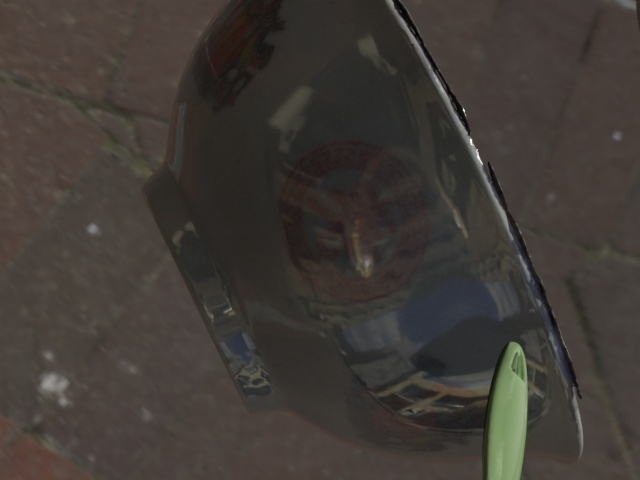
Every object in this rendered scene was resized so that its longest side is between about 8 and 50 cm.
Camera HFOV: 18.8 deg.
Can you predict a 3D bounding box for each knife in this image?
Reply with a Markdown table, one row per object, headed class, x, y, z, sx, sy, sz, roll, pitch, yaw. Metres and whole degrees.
| class | x | y | z | sx | sy | sz | roll | pitch | yaw |
| --- | --- | --- | --- | --- | --- | --- | --- | --- | --- |
| knife | 0.063 | 0.108 | 0.725 | 0.014 | 0.207 | 0.030 | -22 | 123 | 27 |

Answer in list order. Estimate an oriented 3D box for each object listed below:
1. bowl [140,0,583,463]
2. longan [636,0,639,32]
| class | x | y | z | sx | sy | sz | roll | pitch | yaw |
| --- | --- | --- | --- | --- | --- | --- | --- | --- | --- |
| bowl | 0.000 | 0.000 | 1.070 | 0.157 | 0.345 | 0.345 | -26 | 119 | -3 |
| longan | 0.284 | -0.127 | 1.147 | 0.159 | 0.204 | 0.185 | -55 | 155 | 11 |
